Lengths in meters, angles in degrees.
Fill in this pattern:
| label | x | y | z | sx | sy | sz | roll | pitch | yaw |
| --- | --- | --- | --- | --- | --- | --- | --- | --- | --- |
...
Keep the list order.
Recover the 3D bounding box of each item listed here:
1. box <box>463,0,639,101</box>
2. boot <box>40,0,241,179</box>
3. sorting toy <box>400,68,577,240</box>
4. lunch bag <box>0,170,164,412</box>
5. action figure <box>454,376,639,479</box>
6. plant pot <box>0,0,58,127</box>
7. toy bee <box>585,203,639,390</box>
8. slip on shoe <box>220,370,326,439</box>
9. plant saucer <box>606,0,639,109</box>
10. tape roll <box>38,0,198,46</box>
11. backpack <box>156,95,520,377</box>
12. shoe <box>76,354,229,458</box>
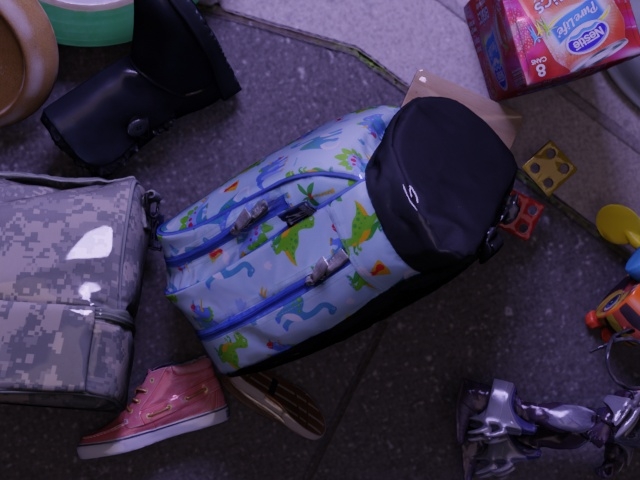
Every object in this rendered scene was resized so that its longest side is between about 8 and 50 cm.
| label | x | y | z | sx | sy | sz | roll | pitch | yaw |
| --- | --- | --- | --- | --- | --- | --- | --- | --- | --- |
| box | 0.243 | -0.227 | 1.670 | 0.128 | 0.257 | 0.122 | -16 | 92 | -2 |
| boot | -0.207 | -0.173 | 1.670 | 0.207 | 0.246 | 0.094 | -33 | 64 | -3 |
| sorting toy | 0.151 | -0.105 | 1.777 | 0.275 | 0.046 | 0.132 | 24 | 92 | -3 |
| lunch bag | -0.333 | 0.048 | 1.677 | 0.305 | 0.212 | 0.256 | 5 | 83 | 0 |
| action figure | 0.298 | 0.212 | 1.753 | 0.285 | 0.185 | 0.099 | -4 | 58 | 11 |
| plant pot | -0.400 | -0.210 | 1.683 | 0.236 | 0.032 | 0.236 | 7 | 129 | 8 |
| toy bee | 0.366 | 0.048 | 1.761 | 0.298 | 0.162 | 0.195 | -25 | 85 | -26 |
| slip on shoe | -0.055 | 0.186 | 1.789 | 0.135 | 0.051 | 0.041 | 35 | 131 | -12 |
| plant saucer | 0.485 | -0.284 | 1.700 | 0.401 | 0.100 | 0.400 | 2 | 107 | 8 |
| tape roll | -0.250 | -0.370 | 1.668 | 0.321 | 0.077 | 0.321 | -5 | 117 | -10 |
| backpack | 0.000 | 0.000 | 1.661 | 0.273 | 0.290 | 0.355 | 43 | 121 | -3 |
| shoe | -0.197 | 0.188 | 1.772 | 0.178 | 0.063 | 0.081 | -16 | 93 | -7 |
